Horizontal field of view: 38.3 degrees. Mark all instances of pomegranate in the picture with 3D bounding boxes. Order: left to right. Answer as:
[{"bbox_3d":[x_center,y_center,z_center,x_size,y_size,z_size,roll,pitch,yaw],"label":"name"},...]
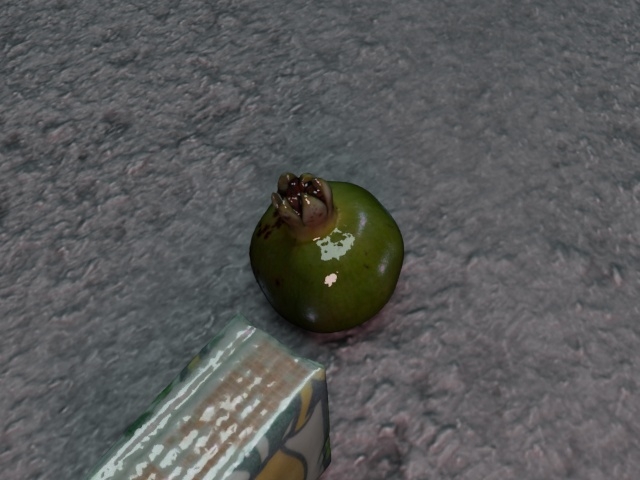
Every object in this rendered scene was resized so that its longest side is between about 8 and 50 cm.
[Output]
[{"bbox_3d":[0.011,0.010,1.038,0.179,0.210,0.179,2,76,-8],"label":"pomegranate"}]

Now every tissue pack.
[{"bbox_3d":[-0.124,0.249,0.851,0.128,0.228,0.311,31,61,22],"label":"tissue pack"}]
